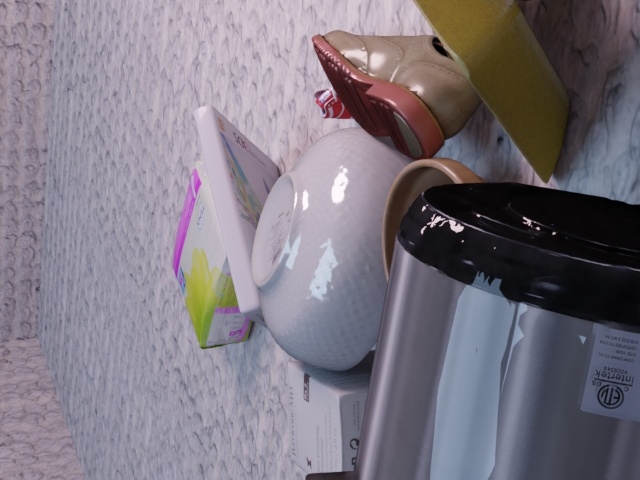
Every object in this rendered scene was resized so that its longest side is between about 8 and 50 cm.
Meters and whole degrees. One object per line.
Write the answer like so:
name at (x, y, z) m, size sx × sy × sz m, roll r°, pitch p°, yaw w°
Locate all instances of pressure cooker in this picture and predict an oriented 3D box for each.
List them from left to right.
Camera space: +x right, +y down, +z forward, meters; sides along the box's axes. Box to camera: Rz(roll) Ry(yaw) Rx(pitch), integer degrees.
pressure cooker at (0.207, 0.183, 1.167) m, size 0.369 × 0.375 × 0.421 m, roll 17°, pitch 105°, yaw 35°

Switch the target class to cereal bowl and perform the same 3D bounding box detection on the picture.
cereal bowl at (0.000, 0.000, 1.826) m, size 0.339 × 0.141 × 0.339 m, roll -164°, pitch 90°, yaw -72°

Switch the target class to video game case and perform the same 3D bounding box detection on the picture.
video game case at (-0.092, -0.013, 2.090) m, size 0.300 × 0.036 × 0.329 m, roll 40°, pitch -146°, yaw -67°

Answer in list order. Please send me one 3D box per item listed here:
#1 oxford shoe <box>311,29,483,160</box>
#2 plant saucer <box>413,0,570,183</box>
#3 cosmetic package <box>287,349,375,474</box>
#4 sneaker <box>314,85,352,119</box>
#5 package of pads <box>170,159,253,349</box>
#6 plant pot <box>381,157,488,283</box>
oxford shoe at (0.099, -0.205, 1.718) m, size 0.123 × 0.130 × 0.348 m, roll 59°, pitch 172°, yaw -35°
plant saucer at (0.145, -0.252, 1.418) m, size 0.333 × 0.081 × 0.333 m, roll 60°, pitch -169°, yaw 26°
cosmetic package at (0.057, 0.250, 1.872) m, size 0.183 × 0.151 × 0.151 m, roll -160°, pitch 67°, yaw -65°
sneaker at (0.029, -0.223, 1.923) m, size 0.042 × 0.067 × 0.118 m, roll -126°, pitch 37°, yaw -48°
package of pads at (-0.180, 0.029, 2.435) m, size 0.297 × 0.101 × 0.229 m, roll 109°, pitch 147°, yaw -46°
plant pot at (0.175, 0.018, 1.585) m, size 0.237 × 0.109 × 0.237 m, roll 28°, pitch 122°, yaw 60°
